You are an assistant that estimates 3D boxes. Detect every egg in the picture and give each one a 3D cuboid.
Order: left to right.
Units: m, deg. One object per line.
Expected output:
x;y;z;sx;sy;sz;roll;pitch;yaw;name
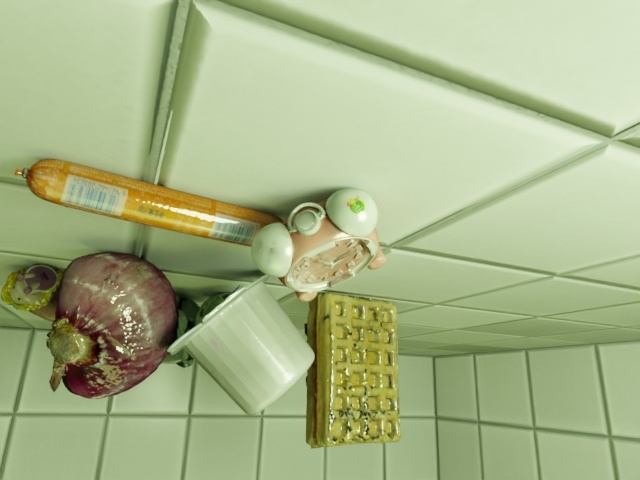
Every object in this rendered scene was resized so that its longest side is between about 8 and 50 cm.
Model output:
-0.250;0.222;1.200;0.169;0.169;0.231;10;170;-22;egg

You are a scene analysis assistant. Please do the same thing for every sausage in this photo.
-0.184;-0.038;0.577;0.348;0.053;0.053;13;159;-32;sausage

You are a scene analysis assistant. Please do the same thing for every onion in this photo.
-0.352;0.150;0.896;0.159;0.267;0.349;1;-174;9;onion

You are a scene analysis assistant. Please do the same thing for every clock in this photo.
-0.398;0.242;1.248;0.147;0.199;0.243;-11;-179;-5;clock
0.000;0.000;0.597;0.166;0.092;0.162;-25;155;4;clock

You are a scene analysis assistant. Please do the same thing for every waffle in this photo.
0.090;0.338;1.189;0.261;0.375;0.114;13;158;-34;waffle

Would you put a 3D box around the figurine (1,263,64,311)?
-0.640;0.106;1.019;0.156;0.094;0.115;-33;166;31;figurine

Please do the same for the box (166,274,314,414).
-0.142;0.219;0.898;0.262;0.206;0.291;-43;177;16;box

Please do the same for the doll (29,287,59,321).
-0.606;0.173;1.191;0.304;0.156;0.201;24;-161;-10;doll
